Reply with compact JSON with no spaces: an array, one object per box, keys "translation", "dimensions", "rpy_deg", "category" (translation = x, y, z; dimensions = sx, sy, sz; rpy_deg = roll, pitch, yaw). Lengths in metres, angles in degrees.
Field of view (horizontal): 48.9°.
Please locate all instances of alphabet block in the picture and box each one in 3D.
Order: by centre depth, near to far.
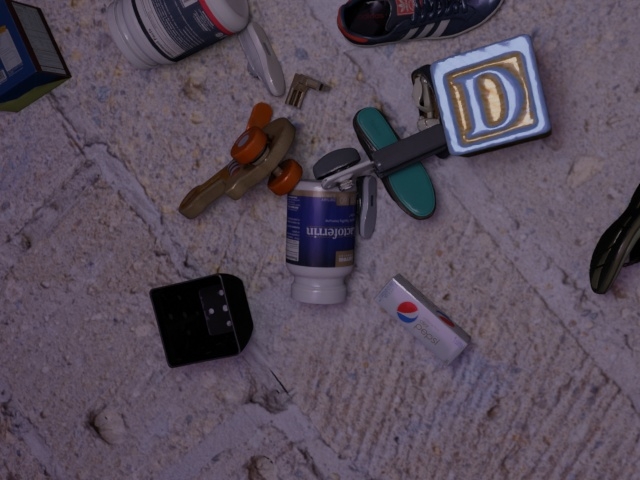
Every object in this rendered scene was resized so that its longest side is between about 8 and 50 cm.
[{"translation":[0.340,-0.275,1.388],"dimensions":[0.194,0.197,0.192],"rpy_deg":[-11,93,19],"category":"alphabet block"}]

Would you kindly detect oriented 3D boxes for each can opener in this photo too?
[{"translation":[0.122,-0.173,1.429],"dimensions":[0.281,0.074,0.093],"rpy_deg":[-20,79,0],"category":"can opener"}]

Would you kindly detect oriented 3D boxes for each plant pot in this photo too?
[{"translation":[-0.258,0.172,1.647],"dimensions":[0.188,0.167,0.188],"rpy_deg":[-14,92,18],"category":"plant pot"}]

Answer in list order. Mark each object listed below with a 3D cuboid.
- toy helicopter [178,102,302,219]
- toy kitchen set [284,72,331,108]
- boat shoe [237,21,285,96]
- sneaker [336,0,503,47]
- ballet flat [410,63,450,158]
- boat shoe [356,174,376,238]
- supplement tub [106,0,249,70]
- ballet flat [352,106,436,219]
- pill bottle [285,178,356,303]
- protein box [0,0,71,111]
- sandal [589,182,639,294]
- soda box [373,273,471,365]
[{"translation":[-0.194,-0.165,1.589],"dimensions":[0.355,0.235,0.140],"rpy_deg":[-31,124,30],"category":"toy helicopter"},{"translation":[-0.025,-0.324,1.573],"dimensions":[0.068,0.083,0.075],"rpy_deg":[15,104,-26],"category":"toy kitchen set"},{"translation":[-0.140,-0.404,1.603],"dimensions":[0.063,0.066,0.184],"rpy_deg":[-25,88,29],"category":"boat shoe"},{"translation":[0.198,-0.474,1.438],"dimensions":[0.350,0.148,0.131],"rpy_deg":[-12,92,19],"category":"sneaker"},{"translation":[0.228,-0.270,1.489],"dimensions":[0.074,0.074,0.203],"rpy_deg":[-8,92,19],"category":"ballet flat"},{"translation":[0.098,-0.076,1.572],"dimensions":[0.040,0.049,0.142],"rpy_deg":[8,97,36],"category":"boat shoe"},{"translation":[-0.316,-0.512,1.578],"dimensions":[0.272,0.191,0.191],"rpy_deg":[-19,90,20],"category":"supplement tub"},{"translation":[0.160,-0.161,1.515],"dimensions":[0.095,0.096,0.280],"rpy_deg":[-26,79,-10],"category":"ballet flat"},{"translation":[0.000,0.000,1.552],"dimensions":[0.153,0.153,0.264],"rpy_deg":[4,98,18],"category":"pill bottle"},{"translation":[-0.777,-0.459,1.764],"dimensions":[0.200,0.136,0.201],"rpy_deg":[-25,88,19],"category":"protein box"},{"translation":[0.626,-0.018,1.370],"dimensions":[0.086,0.120,0.302],"rpy_deg":[29,104,-1],"category":"sandal"},{"translation":[0.224,0.170,1.538],"dimensions":[0.216,0.074,0.069],"rpy_deg":[42,106,10],"category":"soda box"}]
